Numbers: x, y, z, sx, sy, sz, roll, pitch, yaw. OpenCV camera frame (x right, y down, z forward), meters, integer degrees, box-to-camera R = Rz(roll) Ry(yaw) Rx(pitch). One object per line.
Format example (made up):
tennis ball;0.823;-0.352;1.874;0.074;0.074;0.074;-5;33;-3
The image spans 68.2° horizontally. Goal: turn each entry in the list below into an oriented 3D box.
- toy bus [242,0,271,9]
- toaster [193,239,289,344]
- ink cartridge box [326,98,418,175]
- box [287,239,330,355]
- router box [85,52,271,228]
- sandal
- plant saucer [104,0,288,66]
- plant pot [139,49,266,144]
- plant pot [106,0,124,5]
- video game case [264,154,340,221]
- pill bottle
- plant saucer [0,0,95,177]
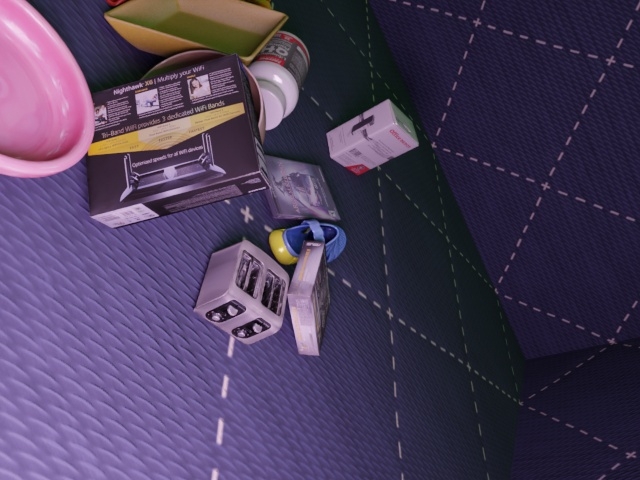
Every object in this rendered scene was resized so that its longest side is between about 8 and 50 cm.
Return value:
toy bus;-0.219;-0.767;1.493;0.220;0.149;0.211;-21;102;-62
toaster;-0.163;0.107;1.026;0.168;0.110;0.185;44;37;-35
ink cartridge box;0.191;-0.370;1.732;0.197;0.273;0.114;22;53;-51
box;-0.022;0.144;1.172;0.183;0.056;0.231;-74;163;-45
router box;-0.266;-0.178;0.859;0.081;0.309;0.243;62;15;-73
sandal;0.000;0.000;1.329;0.317;0.138;0.126;-11;78;-61
plant saucer;-0.279;-0.505;1.140;0.333;0.081;0.332;17;43;1
plant pot;-0.240;-0.224;1.009;0.191;0.284;0.284;65;12;-74
plant pot;-0.404;-0.728;1.050;0.267;0.267;0.236;56;29;-19
video game case;-0.063;-0.149;1.383;0.274;0.026;0.196;1;63;-51
pill bottle;-0.140;-0.458;1.365;0.176;0.176;0.318;46;36;-31
plant saucer;-0.501;-0.244;0.707;0.332;0.084;0.332;53;26;-40
